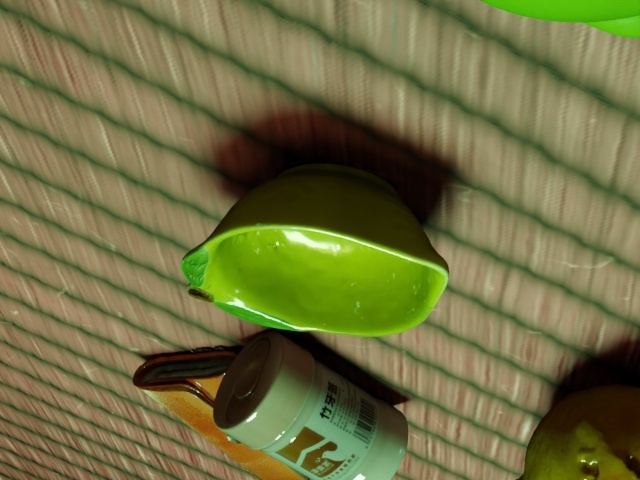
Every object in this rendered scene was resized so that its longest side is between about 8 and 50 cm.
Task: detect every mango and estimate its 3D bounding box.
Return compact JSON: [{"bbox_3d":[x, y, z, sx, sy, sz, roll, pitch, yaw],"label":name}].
[{"bbox_3d":[0.230,0.188,0.887,0.156,0.151,0.248,-19,161,-14],"label":"mango"}]

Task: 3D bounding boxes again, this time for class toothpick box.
[{"bbox_3d":[-0.008,0.158,1.013,0.149,0.098,0.098,34,146,-25],"label":"toothpick box"}]

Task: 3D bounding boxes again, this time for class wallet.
[{"bbox_3d":[-0.073,0.180,1.138,0.142,0.045,0.204,-10,138,40],"label":"wallet"}]

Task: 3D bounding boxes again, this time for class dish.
[{"bbox_3d":[0.000,0.000,0.780,0.208,0.080,0.149,-4,146,32],"label":"dish"}]

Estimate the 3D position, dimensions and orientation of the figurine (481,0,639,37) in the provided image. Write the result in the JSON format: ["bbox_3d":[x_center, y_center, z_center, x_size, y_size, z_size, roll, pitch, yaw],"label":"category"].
[{"bbox_3d":[0.061,-0.184,0.409,0.263,0.143,0.162,40,140,-11],"label":"figurine"}]
